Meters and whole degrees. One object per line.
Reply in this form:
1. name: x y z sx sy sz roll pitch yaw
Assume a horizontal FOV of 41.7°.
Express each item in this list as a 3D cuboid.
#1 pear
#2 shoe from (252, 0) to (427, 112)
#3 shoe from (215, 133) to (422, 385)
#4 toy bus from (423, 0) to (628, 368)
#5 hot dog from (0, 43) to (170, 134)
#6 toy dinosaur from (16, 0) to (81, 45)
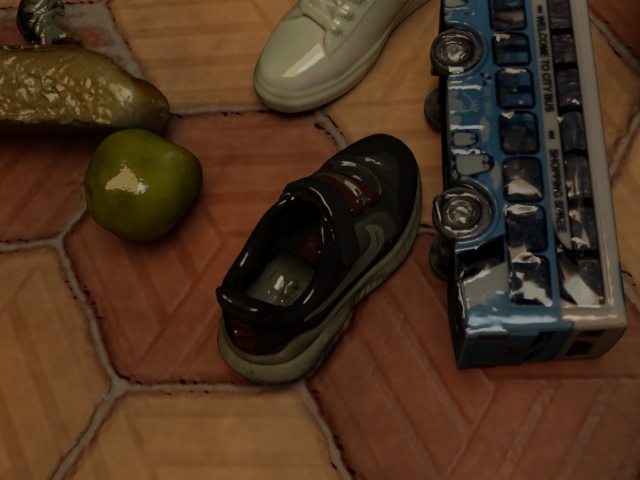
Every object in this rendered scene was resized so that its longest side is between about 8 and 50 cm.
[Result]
1. pear: -0.143 -0.043 0.685 0.096 0.092 0.092 -7 62 -24
2. shoe: 0.036 -0.229 0.732 0.095 0.110 0.265 39 73 20
3. shoe: 0.000 0.000 0.629 0.099 0.112 0.228 29 74 20
4. toy bus: 0.147 -0.057 0.642 0.130 0.106 0.297 0 67 5
5. hot dog: -0.251 -0.129 0.730 0.242 0.084 0.073 2 86 10
6. toy dinosaur: -0.265 -0.217 0.805 0.058 0.037 0.180 -15 65 -5
